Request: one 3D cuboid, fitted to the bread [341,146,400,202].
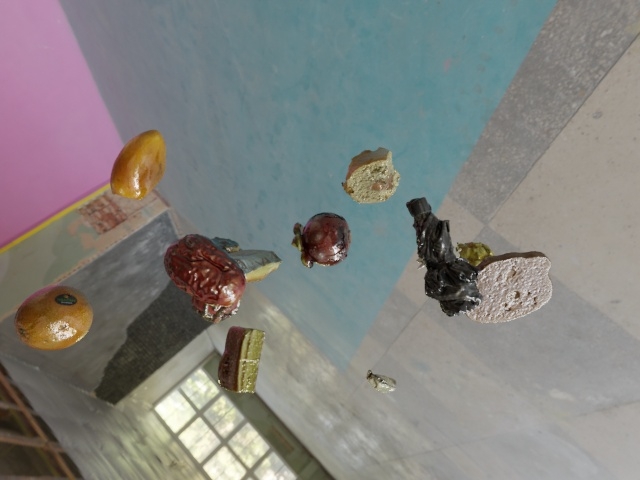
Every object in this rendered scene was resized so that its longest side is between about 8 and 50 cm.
[{"bbox_3d":[0.194,-0.261,1.741,0.211,0.224,0.183,-9,116,21],"label":"bread"}]

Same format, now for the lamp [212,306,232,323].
[{"bbox_3d":[-0.276,0.206,1.245,0.031,0.063,0.083,44,140,11],"label":"lamp"}]

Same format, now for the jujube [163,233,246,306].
[{"bbox_3d":[-0.232,0.063,0.881,0.176,0.112,0.109,36,-179,12],"label":"jujube"}]

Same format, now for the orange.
[{"bbox_3d":[-0.788,0.229,1.287,0.206,0.206,0.206,38,153,24],"label":"orange"}]

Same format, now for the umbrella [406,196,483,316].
[{"bbox_3d":[0.339,0.035,1.171,0.128,0.155,0.336,56,-157,-84],"label":"umbrella"}]

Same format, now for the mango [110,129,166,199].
[{"bbox_3d":[-0.588,-0.248,1.421,0.126,0.252,0.154,22,173,37],"label":"mango"}]

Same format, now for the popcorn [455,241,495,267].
[{"bbox_3d":[0.577,0.111,1.672,0.169,0.218,0.189,35,171,39],"label":"popcorn"}]

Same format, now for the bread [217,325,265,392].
[{"bbox_3d":[-0.303,0.445,1.635,0.111,0.234,0.184,15,164,-27],"label":"bread"}]

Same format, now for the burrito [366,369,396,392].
[{"bbox_3d":[0.216,0.493,1.498,0.229,0.063,0.058,49,-151,-53],"label":"burrito"}]

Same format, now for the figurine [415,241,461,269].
[{"bbox_3d":[0.359,0.059,1.303,0.098,0.081,0.146,17,155,-6],"label":"figurine"}]

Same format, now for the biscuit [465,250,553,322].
[{"bbox_3d":[0.560,0.145,1.320,0.049,0.273,0.257,-93,-15,-57],"label":"biscuit"}]

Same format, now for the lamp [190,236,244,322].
[{"bbox_3d":[-0.338,0.130,1.441,0.177,0.177,0.273,23,108,44],"label":"lamp"}]

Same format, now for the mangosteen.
[{"bbox_3d":[0.000,0.000,1.259,0.180,0.166,0.166,-11,124,18],"label":"mangosteen"}]

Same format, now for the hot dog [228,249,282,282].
[{"bbox_3d":[-0.209,0.073,1.182,0.163,0.270,0.081,1,94,19],"label":"hot dog"}]
